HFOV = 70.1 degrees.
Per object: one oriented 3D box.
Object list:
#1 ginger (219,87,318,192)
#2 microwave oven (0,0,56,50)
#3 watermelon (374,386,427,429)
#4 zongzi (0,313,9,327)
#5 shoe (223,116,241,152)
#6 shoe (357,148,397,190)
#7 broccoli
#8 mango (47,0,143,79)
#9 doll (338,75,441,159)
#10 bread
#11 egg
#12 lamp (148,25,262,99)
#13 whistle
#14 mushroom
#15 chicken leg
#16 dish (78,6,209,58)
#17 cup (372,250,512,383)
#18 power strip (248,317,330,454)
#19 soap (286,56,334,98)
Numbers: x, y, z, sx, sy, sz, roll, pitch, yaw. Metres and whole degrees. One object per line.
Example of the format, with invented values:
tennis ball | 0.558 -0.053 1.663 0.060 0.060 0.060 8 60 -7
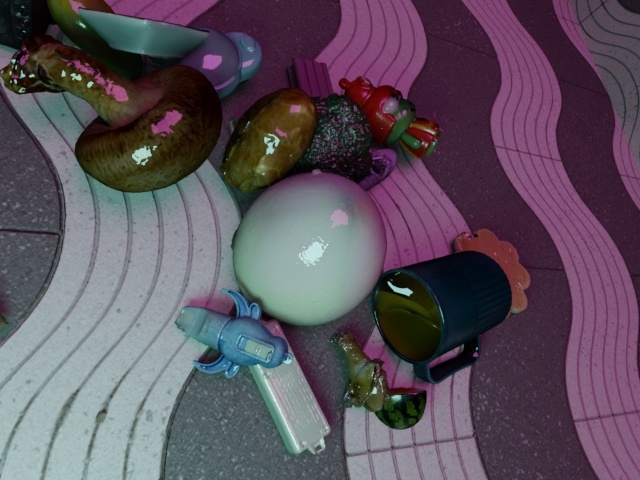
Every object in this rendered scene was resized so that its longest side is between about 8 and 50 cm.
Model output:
ginger | -0.135 -0.214 1.063 0.165 0.321 0.172 36 37 -25
microwave oven | -0.734 -0.550 0.997 0.248 0.178 0.188 12 62 -22
watermelon | 0.185 0.392 1.126 0.135 0.125 0.094 19 28 1
zongzi | -0.770 -0.102 0.818 0.467 0.218 0.499 31 40 -43
shoe | -0.206 -0.304 1.221 0.078 0.079 0.195 45 59 -20
shoe | 0.169 -0.218 1.348 0.095 0.138 0.245 50 55 -5
broccoli | 0.009 -0.266 1.226 0.298 0.297 0.297 35 35 -9
mango | -0.524 -0.499 1.087 0.251 0.114 0.156 40 15 -43
doll | 0.206 -0.392 1.433 0.363 0.160 0.182 37 42 -5
bread | 0.537 0.101 1.447 0.316 0.054 0.315 12 62 -23
egg | 0.000 0.000 1.038 0.355 0.340 0.354 10 65 -23
lamp | -0.290 -0.477 1.217 0.284 0.147 0.209 -20 74 -34
whistle | -0.180 0.203 0.957 0.269 0.093 0.180 19 84 17
mushroom | -0.393 -0.293 0.978 0.331 0.334 0.356 -50 128 -52
chicken leg | 0.097 0.306 1.084 0.080 0.125 0.196 23 51 -64
dish | -0.395 -0.466 1.048 0.182 0.080 0.243 15 23 16
cup | 0.335 0.187 1.189 0.292 0.242 0.307 -14 72 -34
power strip | -0.087 0.312 1.018 0.098 0.058 0.338 -21 79 -32
soap | -0.024 -0.454 1.397 0.122 0.065 0.203 -1 69 -28
